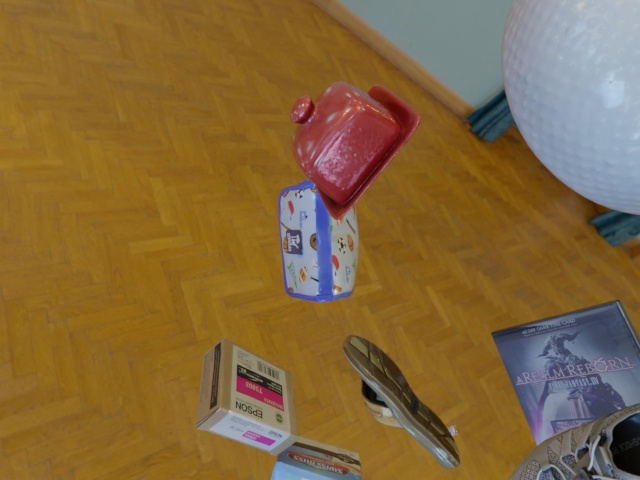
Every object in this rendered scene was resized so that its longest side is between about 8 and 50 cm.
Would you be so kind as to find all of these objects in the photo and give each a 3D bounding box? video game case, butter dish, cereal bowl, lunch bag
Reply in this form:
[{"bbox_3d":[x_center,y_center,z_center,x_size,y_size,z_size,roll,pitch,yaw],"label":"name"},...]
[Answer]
[{"bbox_3d":[0.397,0.246,0.597,0.026,0.196,0.274,-6,71,-43],"label":"video game case"},{"bbox_3d":[0.015,-0.135,0.503,0.118,0.160,0.160,26,24,-31],"label":"butter dish"},{"bbox_3d":[0.361,-0.197,0.373,0.338,0.141,0.339,0,86,-2],"label":"cereal bowl"},{"bbox_3d":[0.000,0.000,1.214,0.238,0.385,0.328,-3,91,0],"label":"lunch bag"}]

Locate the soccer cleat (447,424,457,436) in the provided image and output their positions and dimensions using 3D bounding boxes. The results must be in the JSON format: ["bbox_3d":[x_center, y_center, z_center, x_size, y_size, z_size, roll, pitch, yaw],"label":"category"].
[{"bbox_3d":[0.386,0.573,1.211,0.035,0.083,0.029,-9,54,1],"label":"soccer cleat"}]

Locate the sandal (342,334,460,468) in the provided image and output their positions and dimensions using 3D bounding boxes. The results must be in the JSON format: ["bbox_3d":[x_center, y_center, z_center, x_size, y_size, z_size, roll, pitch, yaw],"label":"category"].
[{"bbox_3d":[0.083,0.188,0.465,0.180,0.049,0.072,48,17,13],"label":"sandal"}]

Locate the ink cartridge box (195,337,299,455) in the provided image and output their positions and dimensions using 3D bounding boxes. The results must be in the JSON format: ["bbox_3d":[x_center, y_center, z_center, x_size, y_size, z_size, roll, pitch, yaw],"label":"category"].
[{"bbox_3d":[-0.167,0.369,0.960,0.234,0.088,0.193,38,20,-31],"label":"ink cartridge box"}]

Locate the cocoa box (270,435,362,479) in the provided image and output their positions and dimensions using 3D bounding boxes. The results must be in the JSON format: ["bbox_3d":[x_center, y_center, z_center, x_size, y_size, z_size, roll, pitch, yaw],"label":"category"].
[{"bbox_3d":[-0.041,0.735,1.048,0.231,0.228,0.347,15,82,5],"label":"cocoa box"}]

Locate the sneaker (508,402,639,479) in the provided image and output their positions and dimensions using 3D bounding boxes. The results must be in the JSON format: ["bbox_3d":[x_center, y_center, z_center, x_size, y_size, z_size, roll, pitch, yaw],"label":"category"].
[{"bbox_3d":[0.316,0.247,0.459,0.115,0.281,0.105,25,27,-36],"label":"sneaker"}]
